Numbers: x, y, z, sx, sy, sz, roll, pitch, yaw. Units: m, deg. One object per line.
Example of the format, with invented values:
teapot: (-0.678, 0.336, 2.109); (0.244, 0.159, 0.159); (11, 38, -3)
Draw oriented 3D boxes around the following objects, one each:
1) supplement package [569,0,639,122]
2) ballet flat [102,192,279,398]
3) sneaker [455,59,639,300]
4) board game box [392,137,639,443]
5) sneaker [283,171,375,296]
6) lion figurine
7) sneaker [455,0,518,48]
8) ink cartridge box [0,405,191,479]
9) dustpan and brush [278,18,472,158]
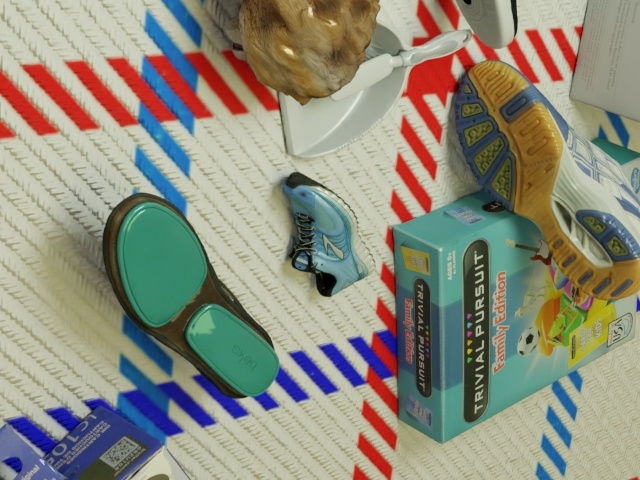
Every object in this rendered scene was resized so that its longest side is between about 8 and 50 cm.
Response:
supplement package: (0.456, -0.205, 1.648); (0.177, 0.293, 0.175); (-7, 114, -40)
ballet flat: (-0.138, 0.051, 1.366); (0.095, 0.096, 0.280); (-46, 133, -16)
sneaker: (0.259, -0.072, 1.608); (0.296, 0.112, 0.131); (56, 35, 1)
board game box: (0.236, 0.054, 1.723); (0.336, 0.079, 0.253); (-24, 124, -33)
sneaker: (0.000, 0.000, 1.494); (0.073, 0.063, 0.162); (-42, 132, -15)
lion figurine: (0.017, -0.327, 1.302); (0.240, 0.142, 0.392); (32, 84, -49)
sneaker: (0.182, -0.309, 1.463); (0.121, 0.079, 0.217); (-29, 109, -22)
ink cartridge box: (-0.199, 0.349, 1.378); (0.270, 0.151, 0.395); (-43, 120, -19)
dustpan and brush: (0.058, -0.175, 1.464); (0.211, 0.060, 0.147); (-29, 126, -31)
